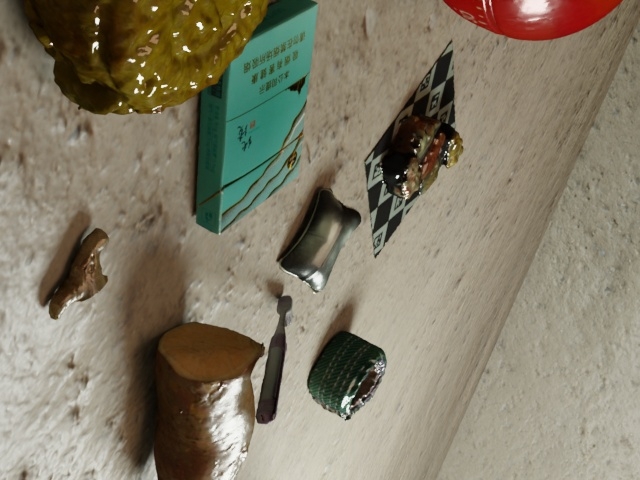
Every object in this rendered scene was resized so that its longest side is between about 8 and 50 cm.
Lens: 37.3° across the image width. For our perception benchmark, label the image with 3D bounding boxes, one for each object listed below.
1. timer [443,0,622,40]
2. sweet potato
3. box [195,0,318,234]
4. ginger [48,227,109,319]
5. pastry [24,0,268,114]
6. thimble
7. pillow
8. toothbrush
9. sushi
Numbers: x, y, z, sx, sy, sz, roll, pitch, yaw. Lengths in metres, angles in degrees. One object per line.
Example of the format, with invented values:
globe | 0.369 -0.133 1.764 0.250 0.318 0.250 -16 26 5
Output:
timer | 0.297 -0.446 1.218 0.378 0.279 0.378 -45 150 -34
sweet potato | -0.147 0.246 1.187 0.131 0.131 0.336 -41 148 -45
box | -0.070 -0.137 1.042 0.162 0.041 0.229 -40 148 -45
ginger | -0.223 0.037 0.906 0.097 0.030 0.048 -61 157 -3
pastry | -0.121 -0.206 0.733 0.240 0.132 0.235 -20 131 -59
thimble | 0.048 0.232 1.647 0.135 0.090 0.118 -47 150 -31
pillow | 0.002 0.001 1.335 0.135 0.055 0.091 -62 156 -10
toothbrush | -0.054 0.145 1.205 0.354 0.024 0.029 -85 165 -72
sushi | 0.180 -0.134 1.585 0.294 0.059 0.292 -55 157 -23
